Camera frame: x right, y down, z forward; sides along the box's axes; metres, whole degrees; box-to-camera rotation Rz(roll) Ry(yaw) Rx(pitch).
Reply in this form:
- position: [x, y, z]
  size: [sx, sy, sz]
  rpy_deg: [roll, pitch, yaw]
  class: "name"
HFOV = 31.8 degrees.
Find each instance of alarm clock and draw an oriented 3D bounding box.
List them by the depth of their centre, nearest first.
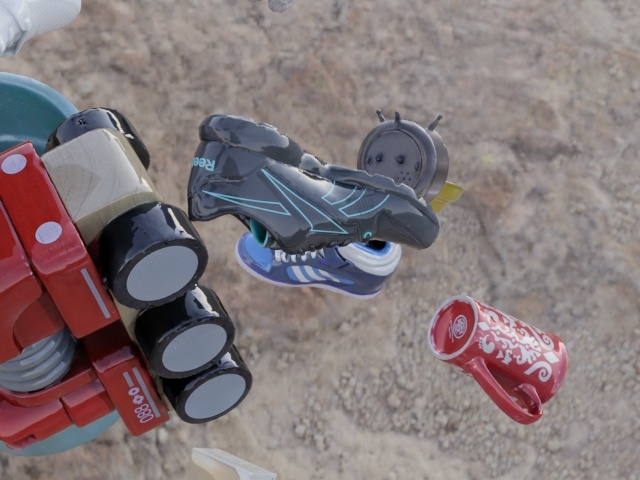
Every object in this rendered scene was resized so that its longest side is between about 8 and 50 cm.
- position: [0.114, -0.091, 1.624]
  size: [0.129, 0.192, 0.064]
  rpy_deg: [8, 8, 31]
  class: "alarm clock"

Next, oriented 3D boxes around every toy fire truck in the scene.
- position: [-0.196, 0.050, 0.693]
  size: [0.246, 0.217, 0.158]
  rpy_deg: [-27, 55, -11]
  class: "toy fire truck"

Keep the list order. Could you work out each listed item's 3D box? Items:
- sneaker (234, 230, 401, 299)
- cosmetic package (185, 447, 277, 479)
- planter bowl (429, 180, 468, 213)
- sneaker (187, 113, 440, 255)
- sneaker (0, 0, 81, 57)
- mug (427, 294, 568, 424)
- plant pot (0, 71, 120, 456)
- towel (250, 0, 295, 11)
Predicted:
- position: [0.000, 0.001, 2.211]
  size: [0.323, 0.236, 0.130]
  rpy_deg: [15, 58, -2]
  class: "sneaker"
- position: [-0.123, 0.323, 1.549]
  size: [0.115, 0.060, 0.041]
  rpy_deg: [14, 89, 39]
  class: "cosmetic package"
- position: [0.174, -0.092, 2.220]
  size: [0.217, 0.217, 0.090]
  rpy_deg: [18, 92, 8]
  class: "planter bowl"
- position: [-0.008, -0.030, 1.082]
  size: [0.267, 0.101, 0.106]
  rpy_deg: [20, 82, -22]
  class: "sneaker"
- position: [-0.327, -0.162, 1.042]
  size: [0.292, 0.108, 0.169]
  rpy_deg: [-20, 75, -40]
  class: "sneaker"
- position: [0.239, 0.151, 1.483]
  size: [0.169, 0.113, 0.150]
  rpy_deg: [29, 10, -32]
  class: "mug"
- position: [-0.350, 0.054, 1.219]
  size: [0.341, 0.334, 0.341]
  rpy_deg: [-6, 56, 8]
  class: "plant pot"
- position: [0.030, -0.313, 0.832]
  size: [0.049, 0.282, 0.187]
  rpy_deg: [29, 45, 2]
  class: "towel"
